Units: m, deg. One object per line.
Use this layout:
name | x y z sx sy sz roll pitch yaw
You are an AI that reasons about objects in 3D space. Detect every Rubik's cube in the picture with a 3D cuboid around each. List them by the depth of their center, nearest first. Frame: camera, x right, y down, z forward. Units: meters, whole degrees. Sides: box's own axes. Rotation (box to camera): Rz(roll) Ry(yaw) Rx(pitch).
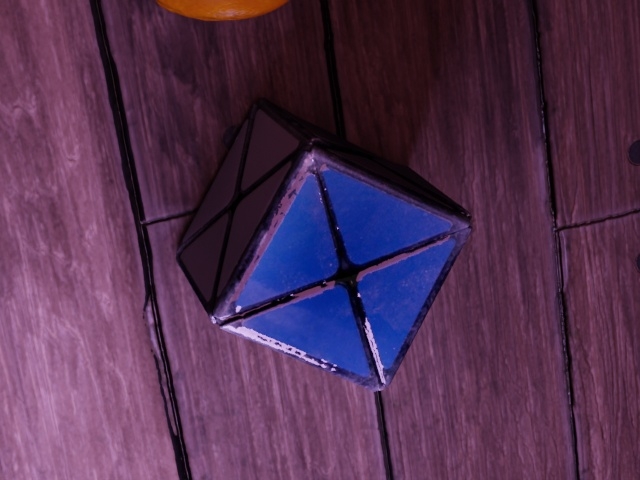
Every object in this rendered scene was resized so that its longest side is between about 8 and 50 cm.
Rubik's cube | 0.000 0.000 1.836 0.259 0.255 0.260 27 99 -24

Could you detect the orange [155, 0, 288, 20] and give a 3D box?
orange | -0.115 -0.378 1.677 0.261 0.261 0.261 -5 108 -16
